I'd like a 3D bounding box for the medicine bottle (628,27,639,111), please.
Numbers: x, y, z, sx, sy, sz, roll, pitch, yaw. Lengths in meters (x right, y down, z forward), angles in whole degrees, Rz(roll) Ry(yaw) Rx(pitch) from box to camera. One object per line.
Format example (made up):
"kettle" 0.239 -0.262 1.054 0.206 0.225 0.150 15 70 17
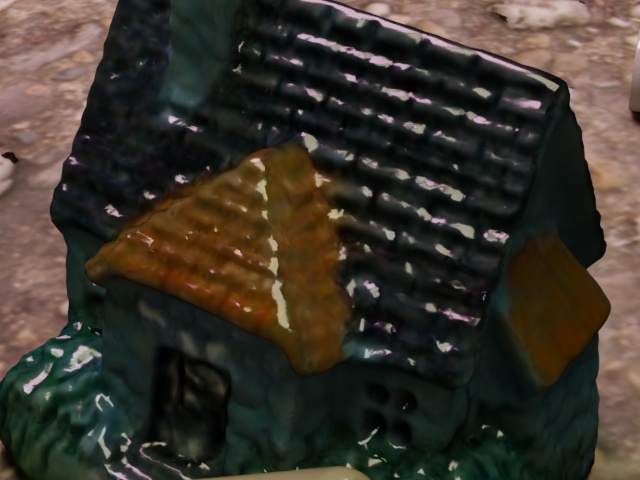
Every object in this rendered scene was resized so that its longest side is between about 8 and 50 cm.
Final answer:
"medicine bottle" 0.240 -0.103 1.207 0.089 0.057 0.057 8 33 10

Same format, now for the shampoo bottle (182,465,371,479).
"shampoo bottle" -0.053 0.137 0.788 0.162 0.079 0.079 -8 27 25

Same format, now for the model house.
"model house" 0.000 0.000 0.874 0.261 0.241 0.226 20 35 25
